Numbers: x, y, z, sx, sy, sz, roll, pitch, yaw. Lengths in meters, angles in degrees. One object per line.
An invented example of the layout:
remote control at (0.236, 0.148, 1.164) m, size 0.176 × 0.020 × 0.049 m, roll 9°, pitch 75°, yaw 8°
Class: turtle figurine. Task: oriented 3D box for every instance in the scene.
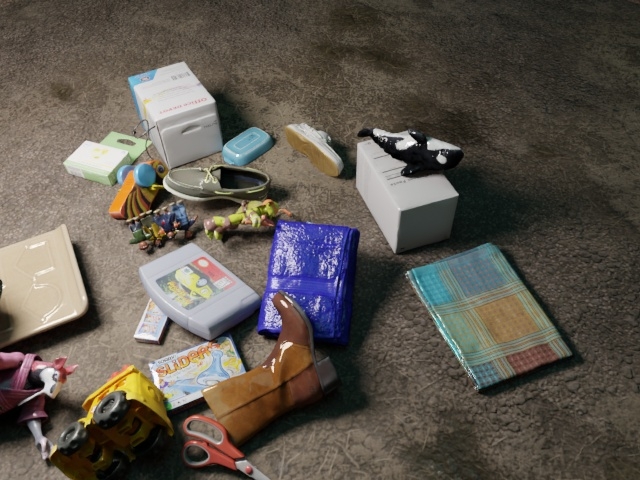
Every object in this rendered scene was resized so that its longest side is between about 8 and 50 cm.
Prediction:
turtle figurine at (-0.202, -0.065, 1.569) m, size 0.217 × 0.087 × 0.269 m, roll -18°, pitch 7°, yaw 8°

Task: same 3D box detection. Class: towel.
towel at (-0.026, 0.097, 1.435) m, size 0.227 × 0.076 × 0.308 m, roll 6°, pitch 68°, yaw 6°
towel at (0.411, 0.174, 1.437) m, size 0.271 × 0.040 × 0.370 m, roll -17°, pitch 50°, yaw -12°

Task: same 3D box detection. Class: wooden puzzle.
wooden puzzle at (-0.783, 0.142, 1.486) m, size 0.347 × 0.080 × 0.322 m, roll -25°, pitch 52°, yaw -12°

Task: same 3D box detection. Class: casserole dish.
casserole dish at (-0.238, -0.313, 1.891) m, size 0.114 × 0.037 × 0.188 m, roll 34°, pitch 57°, yaw 27°

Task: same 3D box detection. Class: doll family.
doll family at (-0.437, -0.035, 1.610) m, size 0.193 × 0.111 × 0.076 m, roll -19°, pitch 16°, yaw 1°

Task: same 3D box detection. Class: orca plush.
orca plush at (0.223, -0.224, 1.518) m, size 0.287 × 0.151 × 0.102 m, roll 23°, pitch 84°, yaw 17°

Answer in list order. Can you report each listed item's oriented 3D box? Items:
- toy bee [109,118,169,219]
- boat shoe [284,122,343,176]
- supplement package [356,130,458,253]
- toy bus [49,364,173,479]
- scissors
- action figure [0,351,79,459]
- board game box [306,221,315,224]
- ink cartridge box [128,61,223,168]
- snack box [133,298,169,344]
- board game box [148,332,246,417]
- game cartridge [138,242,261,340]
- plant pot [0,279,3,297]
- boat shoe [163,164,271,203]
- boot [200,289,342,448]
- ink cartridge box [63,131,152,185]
toy bee at (-0.504, -0.180, 1.719) m, size 0.195 × 0.162 × 0.298 m, roll 25°, pitch 84°, yaw 40°
boat shoe at (-0.003, -0.304, 1.833) m, size 0.096 × 0.098 × 0.277 m, roll -30°, pitch 53°, yaw -21°
supplement package at (0.234, -0.141, 1.627) m, size 0.175 × 0.177 × 0.293 m, roll -15°, pitch 50°, yaw -12°
toy bus at (-0.440, 0.370, 1.225) m, size 0.220 × 0.149 × 0.211 m, roll -35°, pitch 32°, yaw 0°
scissors at (-0.158, 0.451, 1.187) m, size 0.297 × 0.021 × 0.109 m, roll 16°, pitch 87°, yaw 16°
action figure at (-0.713, 0.342, 1.265) m, size 0.370 × 0.248 × 0.276 m, roll -22°, pitch 25°, yaw -15°
board game box at (0.000, 0.000, 1.570) m, size 0.090 × 0.090 × 0.020 m, roll 25°, pitch 51°, yaw 22°
ink cartridge box at (-0.466, -0.408, 1.874) m, size 0.198 × 0.197 × 0.270 m, roll -23°, pitch 52°, yaw -19°
snack box at (-0.411, 0.179, 1.470) m, size 0.064 × 0.022 × 0.178 m, roll 7°, pitch 49°, yaw 6°
board game box at (-0.282, 0.310, 1.342) m, size 0.201 × 0.035 × 0.136 m, roll -20°, pitch 51°, yaw -15°
game cartridge at (-0.318, 0.124, 1.469) m, size 0.294 × 0.060 × 0.196 m, roll 33°, pitch 48°, yaw 28°
plant pot at (-0.852, 0.132, 1.297) m, size 0.196 × 0.293 × 0.293 m, roll 22°, pitch 49°, yaw -9°
boat shoe at (-0.295, -0.173, 1.672) m, size 0.305 × 0.091 × 0.109 m, roll 6°, pitch 55°, yaw -19°
boot at (-0.132, 0.278, 1.292) m, size 0.280 × 0.096 × 0.264 m, roll -27°, pitch 82°, yaw -9°
ink cartridge box at (-0.683, -0.285, 1.871) m, size 0.171 × 0.056 × 0.235 m, roll 16°, pitch 53°, yaw 15°
